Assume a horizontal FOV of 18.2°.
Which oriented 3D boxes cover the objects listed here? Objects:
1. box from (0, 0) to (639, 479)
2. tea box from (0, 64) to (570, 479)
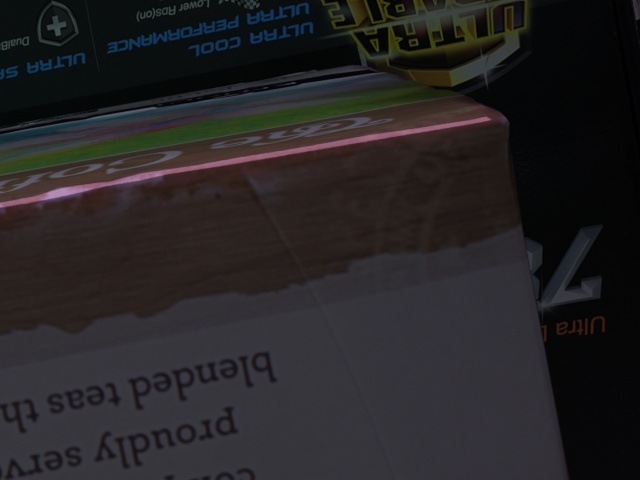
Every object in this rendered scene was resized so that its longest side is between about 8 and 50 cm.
[{"bbox_3d":[0.000,0.000,0.821,0.295,0.293,0.073,-9,5,16],"label":"box"},{"bbox_3d":[-0.113,0.090,0.521,0.329,0.220,0.323,-11,8,-3],"label":"tea box"}]
